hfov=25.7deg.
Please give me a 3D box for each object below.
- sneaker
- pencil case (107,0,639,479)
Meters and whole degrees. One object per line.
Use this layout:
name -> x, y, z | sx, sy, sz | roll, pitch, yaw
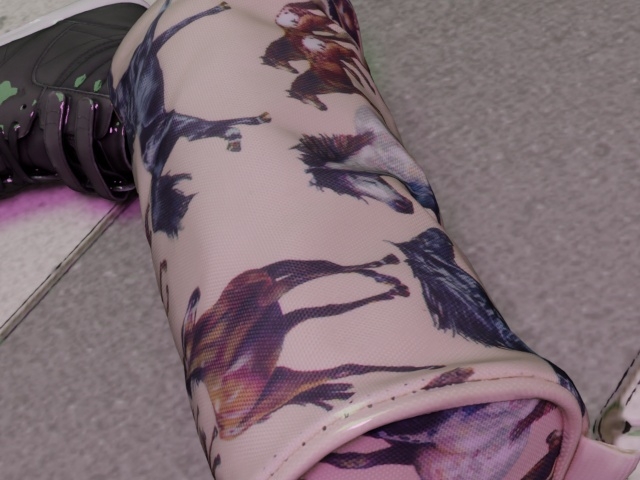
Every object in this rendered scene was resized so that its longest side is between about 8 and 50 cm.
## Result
sneaker -> -0.205, -0.064, 0.934 | 0.295, 0.105, 0.147 | -32, 39, -18
pencil case -> 0.000, 0.000, 0.755 | 0.183, 0.160, 0.410 | 10, 34, -27
